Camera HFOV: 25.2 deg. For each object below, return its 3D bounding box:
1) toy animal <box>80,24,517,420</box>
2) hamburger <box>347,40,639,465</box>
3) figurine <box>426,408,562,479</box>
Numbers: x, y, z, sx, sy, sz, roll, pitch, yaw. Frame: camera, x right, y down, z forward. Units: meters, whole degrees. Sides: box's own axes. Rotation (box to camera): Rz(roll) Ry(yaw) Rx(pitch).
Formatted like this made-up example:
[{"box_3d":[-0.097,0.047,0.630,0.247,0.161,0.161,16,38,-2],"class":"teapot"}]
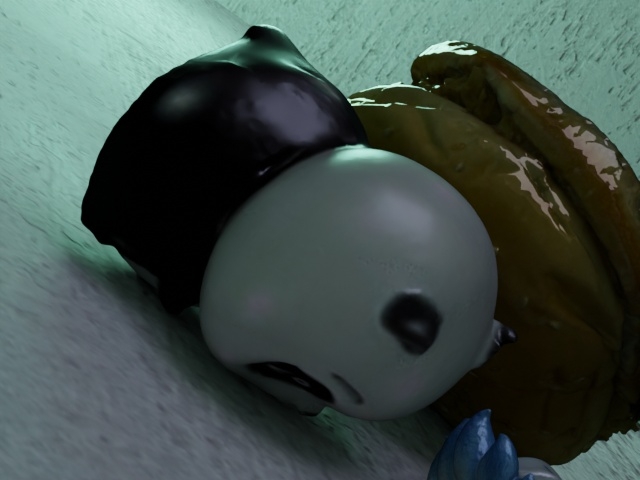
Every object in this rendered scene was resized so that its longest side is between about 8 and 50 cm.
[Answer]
[{"box_3d":[-0.007,0.004,0.835,0.235,0.165,0.187,44,16,24],"class":"toy animal"},{"box_3d":[0.119,0.012,1.002,0.318,0.158,0.318,47,-20,23],"class":"hamburger"},{"box_3d":[0.099,0.144,0.807,0.114,0.079,0.114,61,-2,3],"class":"figurine"}]
